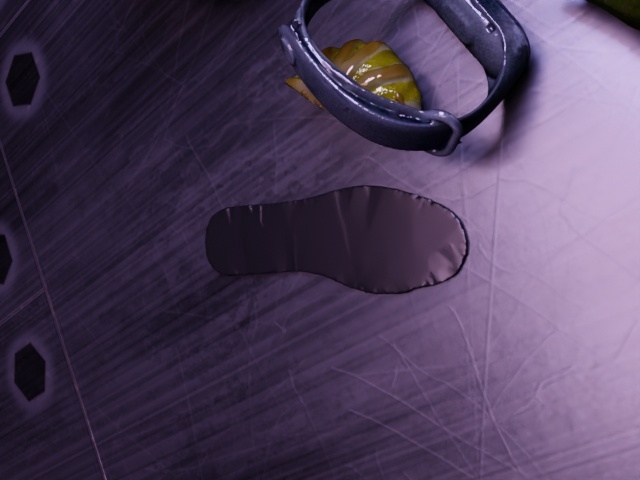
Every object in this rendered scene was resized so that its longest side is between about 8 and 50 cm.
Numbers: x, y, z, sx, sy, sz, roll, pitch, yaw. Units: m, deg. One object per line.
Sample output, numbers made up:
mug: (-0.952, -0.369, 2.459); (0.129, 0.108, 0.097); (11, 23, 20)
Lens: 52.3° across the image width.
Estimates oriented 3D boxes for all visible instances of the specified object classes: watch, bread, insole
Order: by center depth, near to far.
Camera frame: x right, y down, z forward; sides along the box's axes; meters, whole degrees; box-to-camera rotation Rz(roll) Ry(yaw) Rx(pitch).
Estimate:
watch: (0.078, -0.174, 0.599); (0.193, 0.068, 0.206); (-29, 74, -11)
bread: (0.043, -0.161, 0.675); (0.157, 0.083, 0.094); (42, 100, 27)
insole: (0.000, 0.000, 0.741); (0.349, 0.009, 0.118); (-1, 88, 33)

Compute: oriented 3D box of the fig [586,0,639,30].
fig: (0.268, -0.213, 0.512); (0.178, 0.117, 0.117); (18, 101, 49)
